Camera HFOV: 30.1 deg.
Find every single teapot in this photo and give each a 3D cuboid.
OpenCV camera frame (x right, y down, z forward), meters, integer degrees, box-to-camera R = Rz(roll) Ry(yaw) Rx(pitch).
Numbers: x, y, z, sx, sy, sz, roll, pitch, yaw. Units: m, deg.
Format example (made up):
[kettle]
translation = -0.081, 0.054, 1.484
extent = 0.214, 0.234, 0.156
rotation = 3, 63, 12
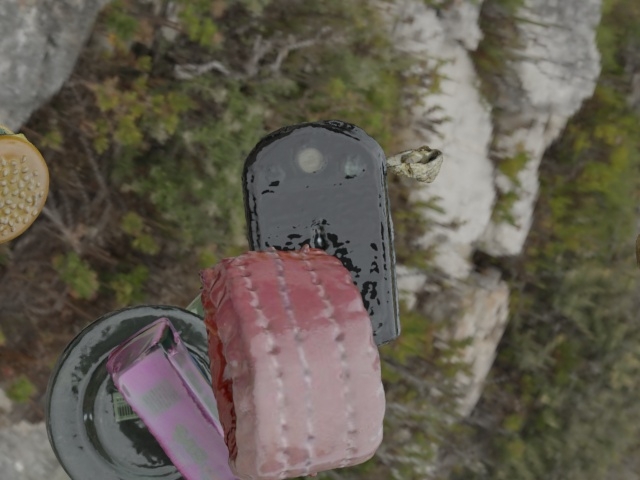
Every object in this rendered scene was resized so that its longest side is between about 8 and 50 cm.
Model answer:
[teapot]
translation = -0.209, 0.156, 1.457
extent = 0.239, 0.239, 0.322
rotation = 15, 84, -16

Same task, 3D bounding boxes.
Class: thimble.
[thimble]
translation = -0.027, 0.107, 0.990
extent = 0.125, 0.190, 0.163
rotation = -7, 138, -12

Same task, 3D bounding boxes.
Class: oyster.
[oyster]
translation = 0.107, -0.088, 1.408
extent = 0.083, 0.081, 0.038
rotation = -8, 115, -17

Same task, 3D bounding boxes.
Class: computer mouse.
[computer mouse]
translation = 0.000, 0.000, 1.361
extent = 0.100, 0.170, 0.269
rotation = -17, 103, -86

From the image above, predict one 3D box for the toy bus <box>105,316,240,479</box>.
[toy bus]
translation = -0.120, 0.214, 1.262
extent = 0.090, 0.112, 0.274
rotation = -36, 95, 0

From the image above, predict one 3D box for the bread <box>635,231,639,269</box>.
[bread]
translation = 0.328, 0.004, 0.931
extent = 0.084, 0.077, 0.367
rotation = -34, 180, -2

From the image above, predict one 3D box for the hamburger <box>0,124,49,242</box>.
[hamburger]
translation = -0.429, -0.071, 1.525
extent = 0.162, 0.115, 0.162
rotation = -25, 128, -37
